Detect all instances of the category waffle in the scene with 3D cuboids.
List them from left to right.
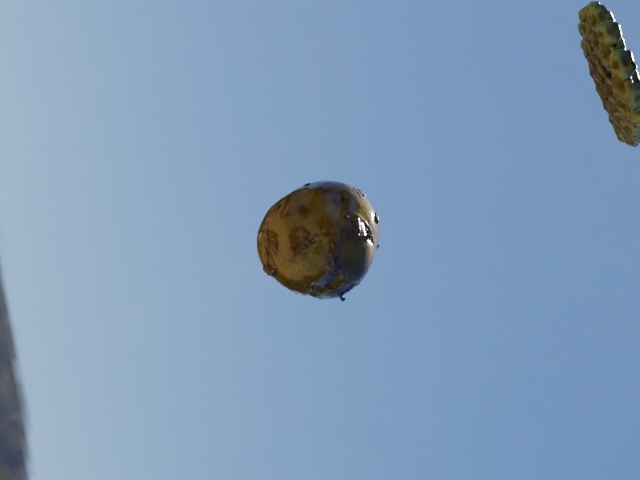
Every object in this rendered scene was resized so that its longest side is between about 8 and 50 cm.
[{"bbox_3d":[0.335,-0.193,2.188,0.183,0.036,0.169,76,-7,-80],"label":"waffle"}]

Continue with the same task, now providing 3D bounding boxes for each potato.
[{"bbox_3d":[0.000,0.000,2.058,0.176,0.137,0.137,-167,-114,-87],"label":"potato"}]
